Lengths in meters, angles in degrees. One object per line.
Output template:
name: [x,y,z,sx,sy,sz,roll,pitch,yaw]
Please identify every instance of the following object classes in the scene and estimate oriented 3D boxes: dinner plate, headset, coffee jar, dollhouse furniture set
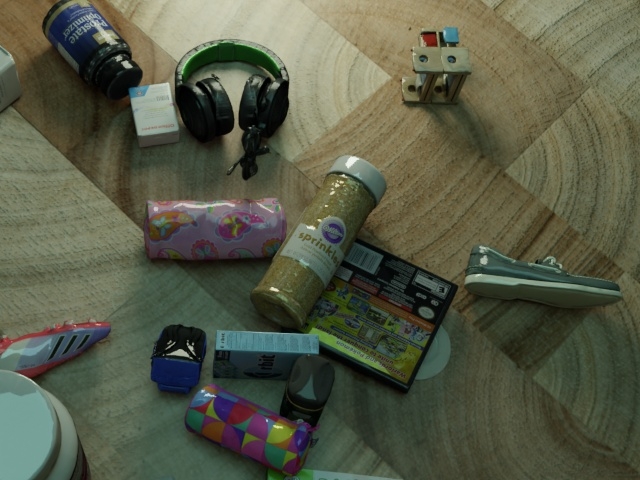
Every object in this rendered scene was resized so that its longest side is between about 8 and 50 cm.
dinner plate: [0.189,0.205,1.903,0.141,0.017,0.141,3,62,-6]
headset: [-0.174,-0.292,2.001,0.243,0.185,0.394,-5,54,-10]
coffee jar: [-0.025,0.275,1.742,0.079,0.184,0.096,17,62,0]
dollhouse furniture set: [0.248,-0.415,2.152,0.128,0.129,0.184,0,65,-8]

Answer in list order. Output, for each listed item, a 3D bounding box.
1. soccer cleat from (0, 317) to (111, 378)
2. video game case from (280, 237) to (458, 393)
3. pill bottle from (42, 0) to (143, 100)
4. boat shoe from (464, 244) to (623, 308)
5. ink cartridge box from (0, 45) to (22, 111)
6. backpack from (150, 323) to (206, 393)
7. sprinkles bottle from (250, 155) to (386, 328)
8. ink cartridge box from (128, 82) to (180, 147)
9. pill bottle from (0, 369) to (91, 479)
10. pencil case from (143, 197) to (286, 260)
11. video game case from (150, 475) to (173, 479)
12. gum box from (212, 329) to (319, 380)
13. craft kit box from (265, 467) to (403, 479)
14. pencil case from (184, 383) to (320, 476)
soccer cleat: [-0.506,0.205,1.778,0.248,0.083,0.095,-12,91,-17]
video game case: [0.098,0.134,1.903,0.274,0.035,0.248,25,63,10]
pill bottle: [-0.478,-0.404,2.047,0.123,0.123,0.219,-37,74,-22]
boat shoe: [0.452,0.069,1.953,0.319,0.116,0.099,7,67,1]
ink cartridge box: [-0.796,-0.303,1.948,0.223,0.129,0.307,39,65,12]
backpack: [-0.264,0.216,1.788,0.097,0.101,0.120,13,31,-6]
sprinkles bottle: [0.000,0.000,1.882,0.121,0.121,0.355,29,64,6]
ink cartridge box: [-0.350,-0.263,2.036,0.088,0.052,0.122,-10,65,-12]
pill bottle: [-0.488,0.353,1.522,0.224,0.392,0.224,3,63,-6]
pencil case: [-0.205,-0.024,1.907,0.284,0.124,0.124,-3,64,-10]
video game case: [-0.315,0.502,1.683,0.143,0.019,0.157,-10,67,-12]
gum box: [-0.103,0.214,1.777,0.184,0.157,0.041,4,64,-7]
craft kit box: [0.016,0.533,1.697,0.249,0.061,0.247,7,60,-5]
pencil case: [-0.122,0.334,1.724,0.236,0.104,0.104,18,62,15]
